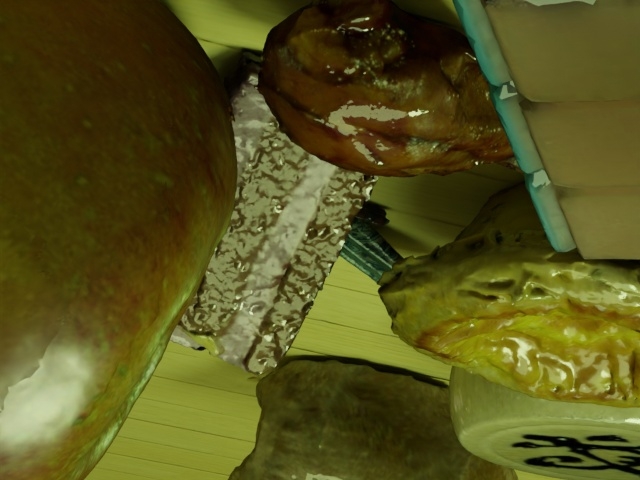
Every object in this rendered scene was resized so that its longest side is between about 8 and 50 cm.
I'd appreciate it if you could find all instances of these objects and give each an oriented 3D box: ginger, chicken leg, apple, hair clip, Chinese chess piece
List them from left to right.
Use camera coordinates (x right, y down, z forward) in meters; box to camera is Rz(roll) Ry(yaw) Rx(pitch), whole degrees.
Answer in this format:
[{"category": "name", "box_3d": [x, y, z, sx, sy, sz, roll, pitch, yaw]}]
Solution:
[{"category": "apple", "box_3d": [-0.237, -0.015, 1.059, 0.374, 0.374, 0.384, 5, -163, 7]}, {"category": "hair clip", "box_3d": [0.000, -0.002, 1.391, 0.229, 0.036, 0.066, 27, 150, -30]}, {"category": "ginger", "box_3d": [0.050, 0.224, 1.782, 0.275, 0.221, 0.130, -1, 170, -1]}, {"category": "chicken leg", "box_3d": [0.096, -0.067, 1.110, 0.304, 0.093, 0.113, 17, 148, -37]}, {"category": "Chinese chess piece", "box_3d": [0.235, 0.130, 1.583, 0.257, 0.104, 0.257, 7, 162, 2]}]

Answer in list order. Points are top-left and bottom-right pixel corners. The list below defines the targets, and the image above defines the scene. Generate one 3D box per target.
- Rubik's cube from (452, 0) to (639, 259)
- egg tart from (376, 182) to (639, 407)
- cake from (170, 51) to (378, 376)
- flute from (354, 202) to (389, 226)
[{"category": "Rubik's cube", "box_3d": [0.178, -0.133, 0.660, 0.221, 0.231, 0.225, 1, 158, 17]}, {"category": "egg tart", "box_3d": [0.185, 0.033, 1.306, 0.294, 0.116, 0.295, 7, 165, 2]}, {"category": "cake", "box_3d": [-0.039, -0.015, 1.248, 0.116, 0.113, 0.295, 13, 145, -11]}, {"category": "flute", "box_3d": [-0.062, -0.053, 1.304, 0.269, 0.014, 0.014, 19, 158, -30]}]
